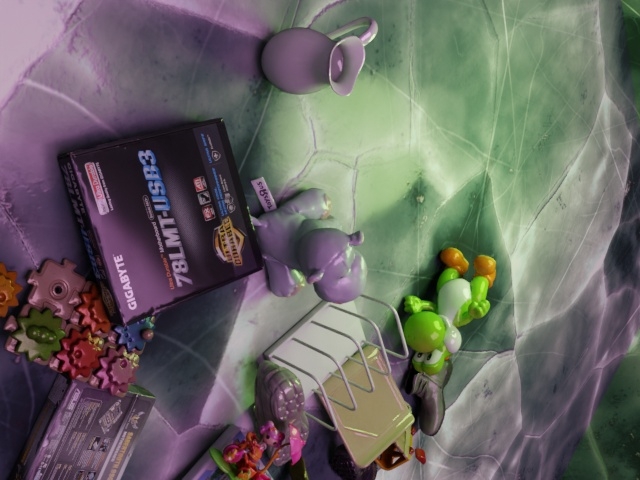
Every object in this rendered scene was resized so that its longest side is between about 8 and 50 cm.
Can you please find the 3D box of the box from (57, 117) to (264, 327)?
[{"bbox_3d":[-0.264,-0.040,1.115,0.293,0.073,0.295,-22,104,-40],"label":"box"}]

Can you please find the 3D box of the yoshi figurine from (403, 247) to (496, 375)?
[{"bbox_3d":[0.339,0.183,1.746,0.203,0.203,0.362,31,68,-5],"label":"yoshi figurine"}]

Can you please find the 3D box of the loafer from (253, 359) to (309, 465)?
[{"bbox_3d":[-0.094,0.391,1.445,0.112,0.111,0.319,-24,137,-30],"label":"loafer"}]

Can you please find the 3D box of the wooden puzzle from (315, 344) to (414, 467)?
[{"bbox_3d":[0.113,0.422,1.648,0.221,0.044,0.238,-31,93,-35],"label":"wooden puzzle"}]

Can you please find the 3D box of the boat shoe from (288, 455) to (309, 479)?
[{"bbox_3d":[-0.045,0.596,1.544,0.152,0.056,0.049,-96,168,-46],"label":"boat shoe"}]

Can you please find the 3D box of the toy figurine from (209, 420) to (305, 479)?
[{"bbox_3d":[-0.116,0.439,1.334,0.159,0.130,0.173,-44,98,-4],"label":"toy figurine"}]

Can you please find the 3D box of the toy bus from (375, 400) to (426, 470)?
[{"bbox_3d":[0.192,0.540,1.775,0.104,0.191,0.202,-36,142,18],"label":"toy bus"}]

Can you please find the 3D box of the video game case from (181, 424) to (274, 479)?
[{"bbox_3d":[-0.223,0.620,1.375,0.329,0.036,0.300,-45,120,-35],"label":"video game case"}]

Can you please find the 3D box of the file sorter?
[{"bbox_3d":[0.046,0.273,1.500,0.278,0.173,0.193,-39,127,-30],"label":"file sorter"}]

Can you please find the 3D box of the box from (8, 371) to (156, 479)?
[{"bbox_3d":[-0.420,0.359,1.137,0.183,0.056,0.231,30,81,-47],"label":"box"}]

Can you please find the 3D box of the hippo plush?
[{"bbox_3d":[0.000,0.000,1.316,0.234,0.236,0.294,-48,132,-23],"label":"hippo plush"}]

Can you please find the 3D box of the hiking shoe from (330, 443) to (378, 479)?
[{"bbox_3d":[0.098,0.598,1.736,0.114,0.086,0.227,-56,142,-35],"label":"hiking shoe"}]

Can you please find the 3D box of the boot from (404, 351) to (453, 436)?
[{"bbox_3d":[0.299,0.450,1.892,0.161,0.083,0.246,16,84,-42],"label":"boot"}]

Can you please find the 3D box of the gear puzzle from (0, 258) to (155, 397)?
[{"bbox_3d":[-0.410,0.125,1.045,0.339,0.044,0.175,40,57,-41],"label":"gear puzzle"}]

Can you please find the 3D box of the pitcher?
[{"bbox_3d":[-0.002,-0.358,1.222,0.178,0.207,0.125,-54,134,-19],"label":"pitcher"}]
